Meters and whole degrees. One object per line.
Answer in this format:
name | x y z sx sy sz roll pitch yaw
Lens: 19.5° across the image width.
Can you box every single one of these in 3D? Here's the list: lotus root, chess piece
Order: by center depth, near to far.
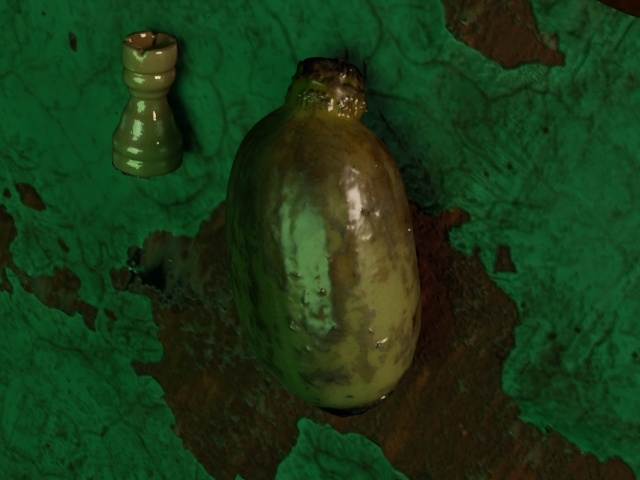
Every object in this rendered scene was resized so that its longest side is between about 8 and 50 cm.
lotus root | 0.000 0.000 1.554 0.173 0.173 0.309 7 113 37
chess piece | -0.154 -0.122 1.655 0.066 0.066 0.122 21 126 28

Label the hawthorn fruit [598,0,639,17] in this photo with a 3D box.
hawthorn fruit | 0.249 -0.226 1.165 0.253 0.205 0.205 28 132 13
